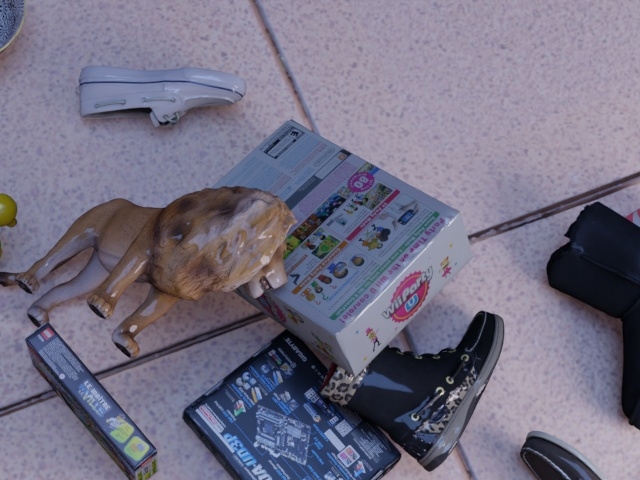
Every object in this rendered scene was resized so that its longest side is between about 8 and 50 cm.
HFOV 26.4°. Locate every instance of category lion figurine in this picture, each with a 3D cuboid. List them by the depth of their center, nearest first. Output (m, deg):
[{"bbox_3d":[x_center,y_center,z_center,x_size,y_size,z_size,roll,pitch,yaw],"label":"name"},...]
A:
[{"bbox_3d":[-0.221,0.010,1.645,0.392,0.142,0.240,16,57,43],"label":"lion figurine"}]

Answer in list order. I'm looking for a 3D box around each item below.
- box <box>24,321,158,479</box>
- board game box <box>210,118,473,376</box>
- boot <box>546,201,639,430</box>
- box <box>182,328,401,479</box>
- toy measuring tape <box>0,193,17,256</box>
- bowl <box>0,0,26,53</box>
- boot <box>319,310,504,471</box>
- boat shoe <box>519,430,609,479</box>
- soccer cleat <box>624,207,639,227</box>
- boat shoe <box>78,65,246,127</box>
[{"bbox_3d":[-0.275,0.199,1.647,0.036,0.114,0.207,-39,77,-18],"label":"box"},{"bbox_3d":[0.000,0.000,1.702,0.224,0.097,0.303,-43,51,-19],"label":"board game box"},{"bbox_3d":[0.386,0.094,1.773,0.207,0.094,0.246,27,104,31],"label":"boot"},{"bbox_3d":[-0.035,0.243,1.689,0.175,0.051,0.220,-38,77,-19],"label":"box"},{"bbox_3d":[-0.508,0.047,1.708,0.330,0.121,0.121,-35,75,6],"label":"toy measuring tape"},{"bbox_3d":[-0.478,-0.295,1.839,0.170,0.080,0.170,2,68,-6],"label":"bowl"},{"bbox_3d":[0.118,0.148,1.702,0.178,0.085,0.236,31,57,-2],"label":"boot"},{"bbox_3d":[0.330,0.329,1.680,0.228,0.081,0.068,42,66,8],"label":"boat shoe"},{"bbox_3d":[0.471,0.070,1.812,0.095,0.083,0.248,-22,76,18],"label":"soccer cleat"},{"bbox_3d":[-0.213,-0.187,1.836,0.226,0.083,0.076,2,80,7],"label":"boat shoe"}]
